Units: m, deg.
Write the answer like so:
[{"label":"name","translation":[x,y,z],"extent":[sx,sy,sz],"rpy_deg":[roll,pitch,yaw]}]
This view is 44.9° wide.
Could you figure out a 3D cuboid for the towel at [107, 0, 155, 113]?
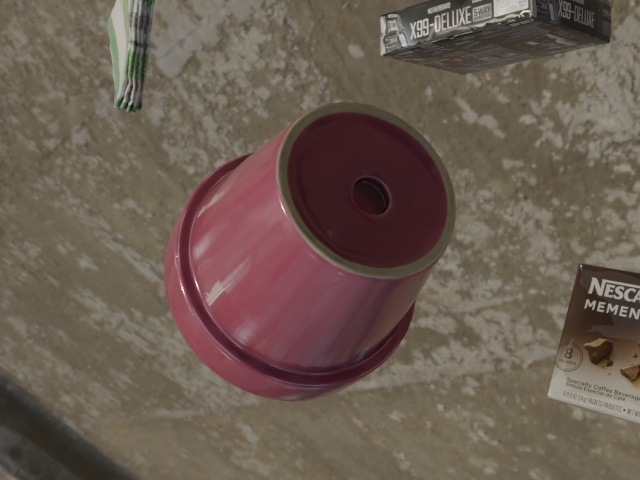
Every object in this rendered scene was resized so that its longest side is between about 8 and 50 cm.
[{"label":"towel","translation":[-0.148,-0.187,0.593],"extent":[0.023,0.113,0.152],"rpy_deg":[-4,150,-20]}]

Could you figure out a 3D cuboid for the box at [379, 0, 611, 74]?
[{"label":"box","translation":[0.293,-0.358,1.313],"extent":[0.307,0.242,0.076],"rpy_deg":[-2,89,48]}]

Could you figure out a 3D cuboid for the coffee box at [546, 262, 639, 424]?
[{"label":"coffee box","translation":[0.426,0.139,0.858],"extent":[0.297,0.168,0.119],"rpy_deg":[12,172,37]}]

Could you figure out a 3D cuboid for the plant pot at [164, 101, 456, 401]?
[{"label":"plant pot","translation":[0.000,0.000,0.569],"extent":[0.201,0.201,0.180],"rpy_deg":[34,147,-4]}]
